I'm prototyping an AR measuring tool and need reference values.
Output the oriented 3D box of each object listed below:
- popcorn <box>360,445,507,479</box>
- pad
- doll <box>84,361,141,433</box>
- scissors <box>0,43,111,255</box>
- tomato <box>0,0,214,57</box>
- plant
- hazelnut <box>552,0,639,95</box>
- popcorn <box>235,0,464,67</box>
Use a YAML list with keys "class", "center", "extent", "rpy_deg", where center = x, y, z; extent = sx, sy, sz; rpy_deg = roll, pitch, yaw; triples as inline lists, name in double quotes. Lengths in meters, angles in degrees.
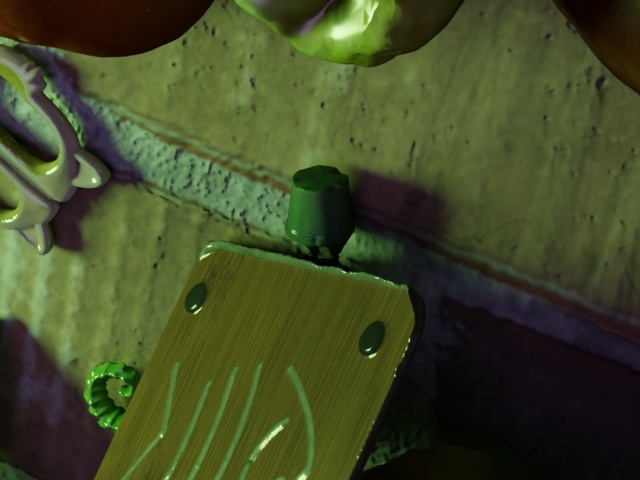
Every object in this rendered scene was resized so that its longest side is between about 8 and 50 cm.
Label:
- class: "popcorn"
  center: [0.097, 0.298, 1.281]
  extent: [0.382, 0.349, 0.349]
  rpy_deg: [-22, 105, 22]
- class: "pad"
  center: [-0.062, 0.144, 1.268]
  extent: [0.018, 0.286, 0.284]
  rpy_deg: [29, 170, -33]
- class: "doll"
  center: [-0.097, 0.127, 1.435]
  extent: [0.190, 0.050, 0.115]
  rpy_deg: [-6, 116, 26]
- class: "scissors"
  center: [-0.299, -0.124, 1.409]
  extent: [0.317, 0.024, 0.160]
  rpy_deg: [42, 124, -2]
- class: "tomato"
  center: [-0.183, -0.214, 1.191]
  extent: [0.260, 0.260, 0.180]
  rpy_deg: [10, 95, 17]
- class: "plant"
  center: [0.000, 0.000, 1.334]
  extent: [0.051, 0.051, 0.102]
  rpy_deg: [9, 122, 18]
- class: "hazelnut"
  center: [0.235, -0.169, 1.080]
  extent: [0.251, 0.217, 0.217]
  rpy_deg: [24, 122, 29]
- class: "popcorn"
  center: [0.026, -0.297, 1.040]
  extent: [0.294, 0.334, 0.292]
  rpy_deg: [-12, 142, 1]
